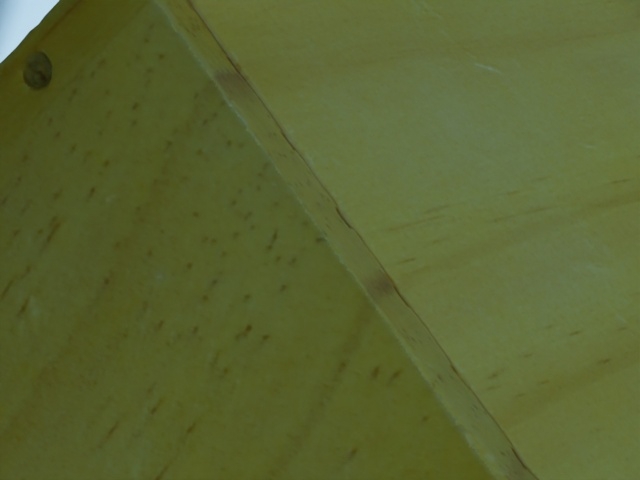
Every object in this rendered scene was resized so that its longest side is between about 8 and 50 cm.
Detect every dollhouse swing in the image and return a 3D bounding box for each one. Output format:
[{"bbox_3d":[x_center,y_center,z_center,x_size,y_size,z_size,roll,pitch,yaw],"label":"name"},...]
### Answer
[{"bbox_3d":[0.033,0.057,0.865,0.315,0.347,0.305,-42,167,26],"label":"dollhouse swing"}]
